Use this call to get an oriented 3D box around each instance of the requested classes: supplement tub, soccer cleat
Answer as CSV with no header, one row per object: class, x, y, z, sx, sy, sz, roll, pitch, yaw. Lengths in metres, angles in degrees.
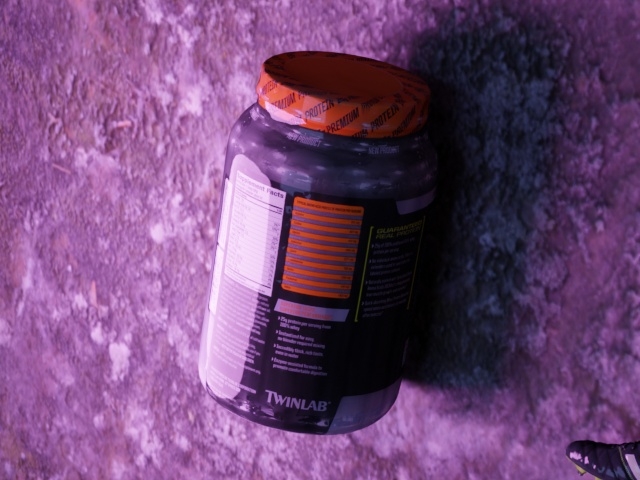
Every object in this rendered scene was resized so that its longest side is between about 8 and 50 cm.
supplement tub,0.000,0.000,1.808,0.207,0.207,0.338,26,117,36
soccer cleat,0.308,0.200,1.685,0.179,0.060,0.072,16,101,33
